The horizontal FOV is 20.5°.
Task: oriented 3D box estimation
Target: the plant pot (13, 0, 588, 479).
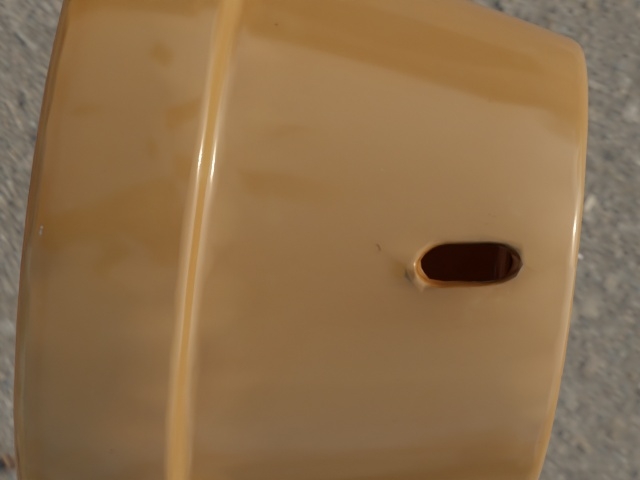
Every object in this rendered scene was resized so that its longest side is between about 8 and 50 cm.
[{"bbox_3d":[0.000,0.000,0.759,0.203,0.291,0.291,6,105,2],"label":"plant pot"}]
